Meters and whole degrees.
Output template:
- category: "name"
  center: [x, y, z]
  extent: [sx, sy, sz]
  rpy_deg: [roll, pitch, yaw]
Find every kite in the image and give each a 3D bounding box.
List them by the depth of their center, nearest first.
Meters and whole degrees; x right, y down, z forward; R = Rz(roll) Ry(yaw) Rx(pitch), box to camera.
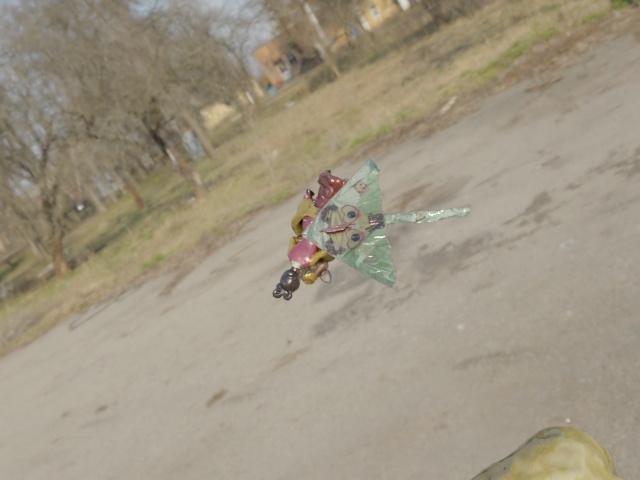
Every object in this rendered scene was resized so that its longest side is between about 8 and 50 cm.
- category: "kite"
  center: [0.094, -0.032, 1.142]
  extent: [0.250, 0.229, 0.012]
  rpy_deg: [-8, -30, 6]

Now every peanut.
- category: "peanut"
  center: [0.157, 0.296, 0.719]
  extent: [0.291, 0.143, 0.159]
  rpy_deg: [-38, 13, 15]

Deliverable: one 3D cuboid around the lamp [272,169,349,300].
- category: "lamp"
  center: [0.000, 0.000, 1.404]
  extent: [0.253, 0.118, 0.118]
  rpy_deg: [-68, 17, -4]
